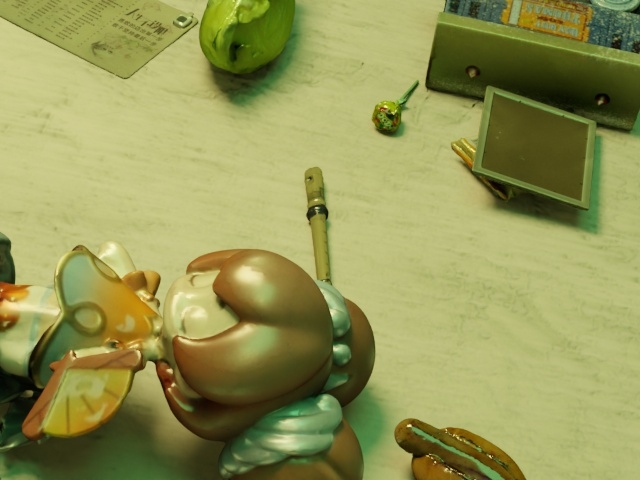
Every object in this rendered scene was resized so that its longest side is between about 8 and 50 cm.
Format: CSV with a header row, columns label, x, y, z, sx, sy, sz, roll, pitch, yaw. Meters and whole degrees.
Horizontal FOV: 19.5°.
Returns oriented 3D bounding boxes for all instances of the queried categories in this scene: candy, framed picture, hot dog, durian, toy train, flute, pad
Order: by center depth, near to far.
label,x,y,z,sx,sy,sz,roll,pitch,yaw
hot dog,0.137,0.219,1.815,0.140,0.060,0.090,31,42,26
flute,0.000,0.000,2.047,0.027,0.027,0.233,3,43,-8
framed picture,0.251,-0.108,2.181,0.142,0.011,0.183,18,38,-3
durian,-0.089,-0.276,2.243,0.101,0.139,0.250,13,42,12
candy,0.097,-0.167,2.247,0.035,0.035,0.123,13,31,20
toy train,0.273,-0.254,2.305,0.299,0.131,0.202,12,50,3
pad,-0.301,-0.292,2.315,0.265,0.009,0.159,27,46,18

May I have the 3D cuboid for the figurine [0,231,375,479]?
label,x,y,z,sx,sy,sz,roll,pitch,yaw
figurine,-0.147,0.114,1.769,0.388,0.248,0.277,2,45,5

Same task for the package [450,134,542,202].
label,x,y,z,sx,sy,sz,roll,pitch,yaw
package,0.223,-0.092,2.185,0.120,0.031,0.108,-16,50,-35
